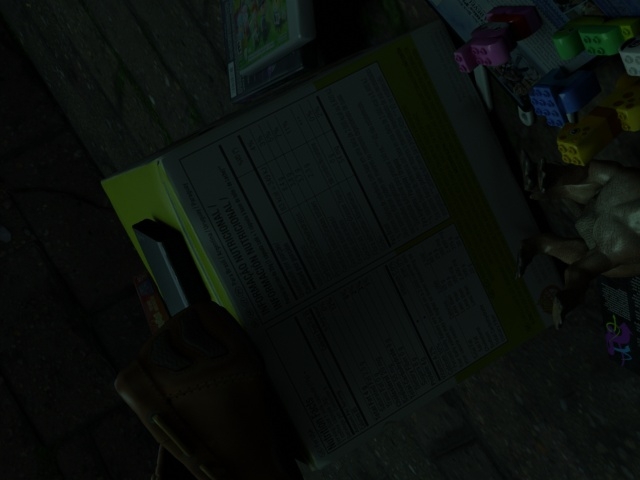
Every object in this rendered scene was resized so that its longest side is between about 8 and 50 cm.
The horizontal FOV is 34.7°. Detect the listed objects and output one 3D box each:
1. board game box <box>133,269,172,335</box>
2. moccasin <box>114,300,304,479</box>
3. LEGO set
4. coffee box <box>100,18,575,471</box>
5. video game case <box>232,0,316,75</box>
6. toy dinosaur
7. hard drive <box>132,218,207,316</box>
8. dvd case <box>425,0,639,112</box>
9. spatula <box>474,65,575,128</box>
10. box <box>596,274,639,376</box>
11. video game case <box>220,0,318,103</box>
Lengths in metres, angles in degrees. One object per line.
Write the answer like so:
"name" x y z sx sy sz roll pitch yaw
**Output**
"board game box" -0.170 0.136 1.236 0.145 0.027 0.281 65 172 -18
"moccasin" -0.099 0.219 0.958 0.139 0.147 0.380 47 160 32
"LEGO set" 0.190 -0.112 0.763 0.227 0.093 0.087 20 146 57
"coffee box" 0.000 0.000 1.136 0.338 0.334 0.338 64 162 -9
"video game case" -0.061 -0.304 1.178 0.212 0.023 0.193 174 91 -68
"toy dinosaur" 0.268 -0.011 0.819 0.295 0.200 0.127 -92 1 -83
"hard drive" -0.136 0.048 0.994 0.094 0.022 0.135 22 136 62
"dvd case" 0.164 -0.208 0.820 0.180 0.022 0.253 48 163 -2
"spatula" 0.173 -0.199 0.928 0.168 0.019 0.242 36 154 47
"box" 0.308 0.068 0.951 0.116 0.029 0.162 33 146 53
"video game case" -0.071 -0.286 1.270 0.274 0.026 0.196 176 88 -67
